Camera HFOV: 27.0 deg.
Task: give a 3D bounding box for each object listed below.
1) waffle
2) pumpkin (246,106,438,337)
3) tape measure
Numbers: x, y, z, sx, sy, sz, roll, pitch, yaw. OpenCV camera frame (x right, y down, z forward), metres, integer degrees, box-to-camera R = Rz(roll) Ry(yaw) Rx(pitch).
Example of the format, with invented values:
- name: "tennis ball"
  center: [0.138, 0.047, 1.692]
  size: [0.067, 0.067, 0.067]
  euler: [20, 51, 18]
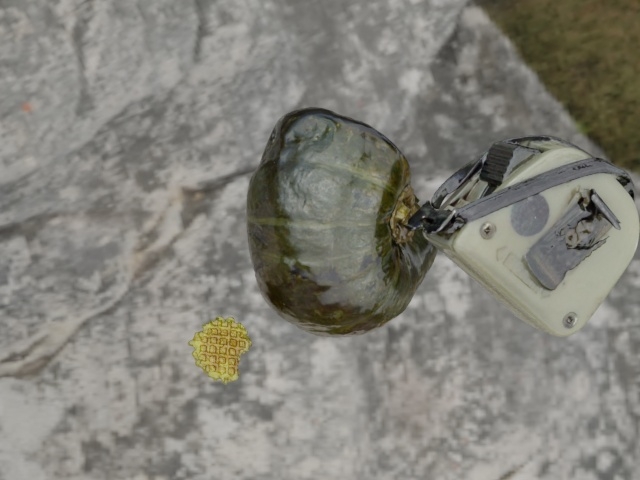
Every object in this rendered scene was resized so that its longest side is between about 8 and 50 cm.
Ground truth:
- name: "waffle"
  center: [-0.124, 0.136, 1.691]
  size: [0.078, 0.016, 0.085]
  euler: [39, 59, -4]
- name: "pumpkin"
  center: [0.000, 0.000, 1.715]
  size: [0.232, 0.242, 0.325]
  euler: [-59, 141, -22]
- name: "tape measure"
  center: [0.277, -0.032, 1.691]
  size: [0.271, 0.133, 0.231]
  euler: [37, 86, -23]
